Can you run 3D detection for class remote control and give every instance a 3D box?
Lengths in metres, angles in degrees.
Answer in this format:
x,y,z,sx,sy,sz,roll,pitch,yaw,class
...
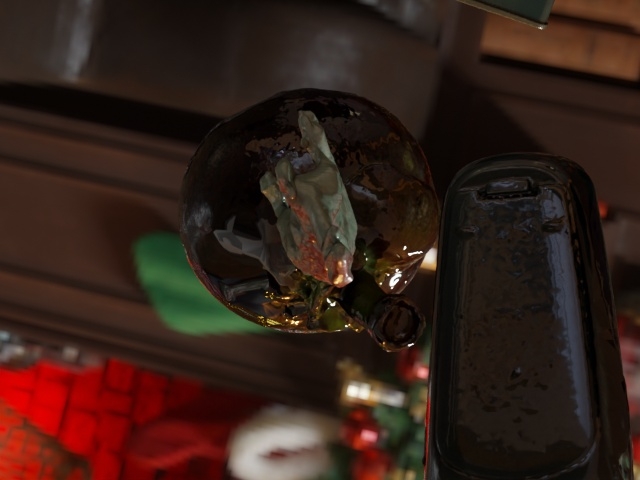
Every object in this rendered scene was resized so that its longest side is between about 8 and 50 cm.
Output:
x,y,z,sx,sy,sz,roll,pitch,yaw,class
0.068,0.074,0.631,0.042,0.072,0.222,49,39,-66,remote control

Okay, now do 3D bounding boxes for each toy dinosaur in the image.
x,y,z,sx,sy,sz,roll,pitch,yaw,class
0.000,0.000,1.312,0.242,0.053,0.167,83,-11,-60,toy dinosaur

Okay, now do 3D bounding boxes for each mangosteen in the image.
x,y,z,sx,sy,sz,roll,pitch,yaw,class
-0.001,-0.003,1.646,0.289,0.231,0.231,-111,-164,-51,mangosteen

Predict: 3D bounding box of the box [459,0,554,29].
x,y,z,sx,sy,sz,roll,pitch,yaw,class
0.111,-0.200,1.406,0.031,0.126,0.091,-64,-148,19,box
